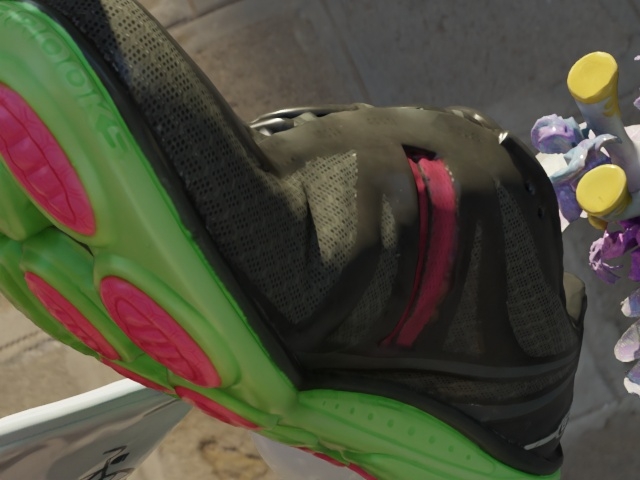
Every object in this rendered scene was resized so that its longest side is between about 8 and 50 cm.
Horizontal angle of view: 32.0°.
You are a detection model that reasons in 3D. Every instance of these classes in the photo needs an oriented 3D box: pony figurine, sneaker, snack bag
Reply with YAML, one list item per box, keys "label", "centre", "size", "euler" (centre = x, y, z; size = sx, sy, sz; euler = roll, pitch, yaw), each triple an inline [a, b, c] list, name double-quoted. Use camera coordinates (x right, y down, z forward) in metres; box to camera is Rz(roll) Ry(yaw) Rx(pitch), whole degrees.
- label: "pony figurine"
  centre: [0.327, -0.061, 1.063]
  size: [0.351, 0.363, 0.303]
  euler: [-47, 61, 12]
- label: "sneaker"
  centre: [0.000, 0.000, 0.560]
  size: [0.185, 0.483, 0.202]
  euler: [16, 77, 36]
- label: "snack bag"
  centre: [-0.246, 0.190, 0.663]
  size: [0.037, 0.323, 0.342]
  euler: [53, 124, 18]

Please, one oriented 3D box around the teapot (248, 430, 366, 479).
- label: "teapot"
  centre: [0.017, 0.107, 1.010]
  size: [0.256, 0.187, 0.252]
  euler: [-7, 56, 34]
